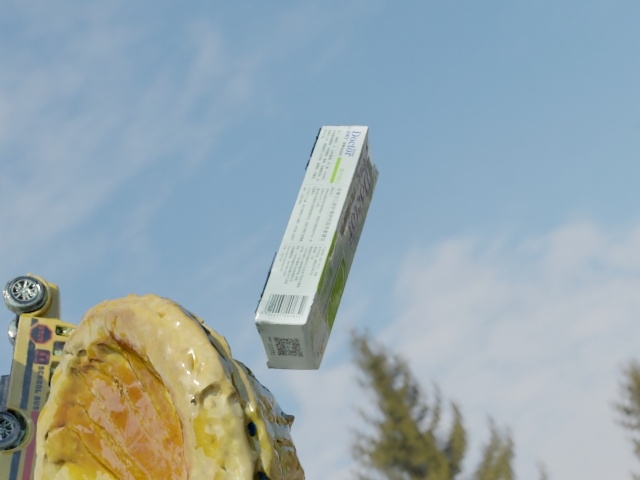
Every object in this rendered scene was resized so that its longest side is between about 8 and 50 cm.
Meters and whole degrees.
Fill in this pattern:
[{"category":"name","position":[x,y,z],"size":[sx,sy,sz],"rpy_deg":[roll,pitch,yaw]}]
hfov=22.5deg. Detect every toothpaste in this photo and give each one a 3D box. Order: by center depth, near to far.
[{"category":"toothpaste","position":[0.000,0.000,1.871],"size":[0.067,0.336,0.081],"rpy_deg":[2,-46,17]}]

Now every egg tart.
[{"category":"egg tart","position":[-0.137,0.236,1.526],"size":[0.169,0.388,0.388],"rpy_deg":[-3,-34,-39]}]

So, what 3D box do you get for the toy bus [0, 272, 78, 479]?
[{"category":"toy bus","position":[-0.360,0.207,2.040],"size":[0.123,0.335,0.121],"rpy_deg":[6,-36,-5]}]
